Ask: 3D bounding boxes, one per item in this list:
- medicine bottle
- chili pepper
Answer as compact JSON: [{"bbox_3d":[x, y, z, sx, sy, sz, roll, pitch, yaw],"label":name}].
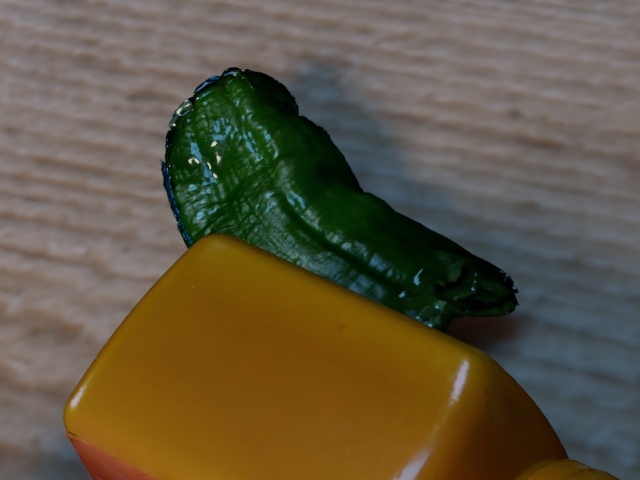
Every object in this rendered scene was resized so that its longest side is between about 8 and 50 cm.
[{"bbox_3d":[0.026,0.105,0.758,0.222,0.149,0.112,24,66,33],"label":"medicine bottle"},{"bbox_3d":[0.000,0.001,0.907,0.098,0.061,0.224,-30,50,-17],"label":"chili pepper"}]
